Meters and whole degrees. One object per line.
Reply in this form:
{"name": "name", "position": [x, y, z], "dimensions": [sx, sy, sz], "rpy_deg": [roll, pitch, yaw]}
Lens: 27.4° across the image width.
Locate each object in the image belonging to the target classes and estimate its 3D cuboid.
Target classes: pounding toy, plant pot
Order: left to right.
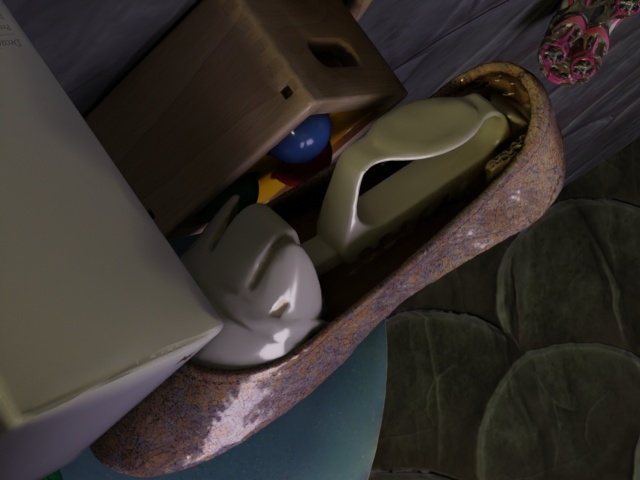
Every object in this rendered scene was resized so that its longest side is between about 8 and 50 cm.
{"name": "plant pot", "position": [-0.116, 0.100, 0.908], "dimensions": [0.195, 0.290, 0.290], "rpy_deg": [17, 140, -29]}
{"name": "pounding toy", "position": [0.001, -0.095, 0.749], "dimensions": [0.206, 0.094, 0.181], "rpy_deg": [-39, 170, 26]}

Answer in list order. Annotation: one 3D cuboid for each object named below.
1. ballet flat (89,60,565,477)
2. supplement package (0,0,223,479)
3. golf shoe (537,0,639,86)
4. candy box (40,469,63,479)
{"name": "ballet flat", "position": [0.000, 0.000, 0.696], "dimensions": [0.316, 0.107, 0.106], "rpy_deg": [-37, 151, -18]}
{"name": "supplement package", "position": [-0.140, -0.002, 0.457], "dimensions": [0.105, 0.179, 0.105], "rpy_deg": [-42, 169, 32]}
{"name": "golf shoe", "position": [0.249, -0.221, 1.134], "dimensions": [0.186, 0.067, 0.086], "rpy_deg": [-51, -166, 44]}
{"name": "candy box", "position": [-0.250, 0.236, 0.702], "dimensions": [0.268, 0.317, 0.122], "rpy_deg": [-20, 171, -6]}
